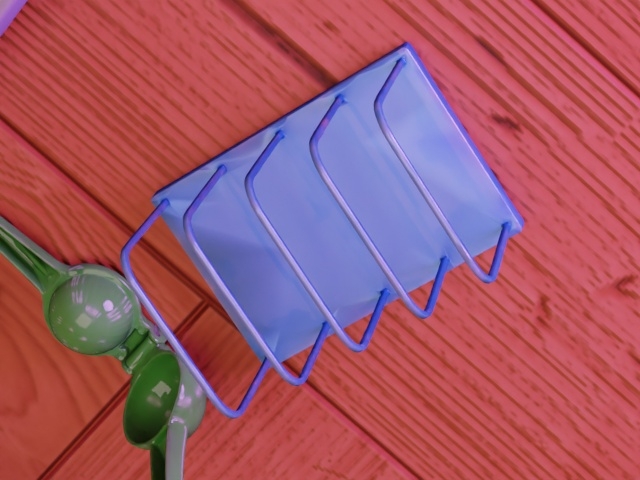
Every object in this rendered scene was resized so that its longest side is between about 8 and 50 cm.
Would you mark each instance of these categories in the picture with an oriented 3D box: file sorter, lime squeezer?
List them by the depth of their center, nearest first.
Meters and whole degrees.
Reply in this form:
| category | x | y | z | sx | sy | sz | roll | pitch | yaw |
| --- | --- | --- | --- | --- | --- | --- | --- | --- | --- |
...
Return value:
| category | x | y | z | sx | sy | sz | roll | pitch | yaw |
| --- | --- | --- | --- | --- | --- | --- | --- | --- | --- |
| file sorter | 0.000 | 0.000 | 0.985 | 0.170 | 0.104 | 0.118 | -30 | 103 | 20 |
| lime squeezer | -0.130 | 0.065 | 1.045 | 0.310 | 0.110 | 0.059 | 54 | 133 | 22 |

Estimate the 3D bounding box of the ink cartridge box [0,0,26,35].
| category | x | y | z | sx | sy | sz | roll | pitch | yaw |
| --- | --- | --- | --- | --- | --- | --- | --- | --- | --- |
| ink cartridge box | -0.224 | -0.182 | 0.965 | 0.186 | 0.065 | 0.311 | 40 | 122 | -7 |
